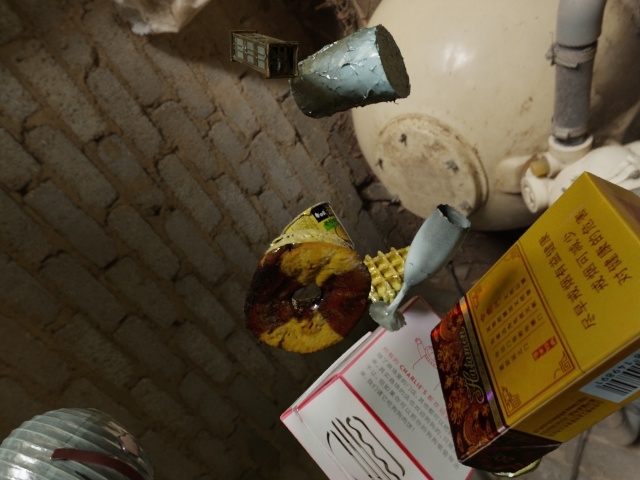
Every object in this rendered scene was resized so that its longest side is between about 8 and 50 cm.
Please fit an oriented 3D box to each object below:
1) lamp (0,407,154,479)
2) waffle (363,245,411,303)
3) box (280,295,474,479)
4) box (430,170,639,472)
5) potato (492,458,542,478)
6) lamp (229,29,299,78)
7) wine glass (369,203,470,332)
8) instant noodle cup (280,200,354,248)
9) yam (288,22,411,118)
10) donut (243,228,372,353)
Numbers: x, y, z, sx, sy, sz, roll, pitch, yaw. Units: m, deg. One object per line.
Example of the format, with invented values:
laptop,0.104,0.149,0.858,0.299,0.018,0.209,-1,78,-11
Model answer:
lamp,-0.403,0.405,0.784,0.233,0.233,0.265,1,139,53
waffle,0.104,0.064,0.977,0.192,0.160,0.046,6,136,16
box,0.160,0.361,1.023,0.314,0.312,0.300,47,139,10
box,0.337,0.136,0.721,0.116,0.264,0.415,18,127,-16
potato,0.419,0.445,0.991,0.081,0.149,0.120,12,145,34
lamp,-0.159,-0.506,1.289,0.325,0.090,0.089,44,138,52
wine glass,0.137,0.040,0.670,0.066,0.066,0.198,34,123,12
instant noodle cup,0.000,0.000,1.104,0.122,0.151,0.151,49,156,13
yam,0.093,-0.504,1.471,0.348,0.241,0.241,-5,131,37
donut,-0.015,0.050,0.501,0.140,0.140,0.059,55,-169,-29
